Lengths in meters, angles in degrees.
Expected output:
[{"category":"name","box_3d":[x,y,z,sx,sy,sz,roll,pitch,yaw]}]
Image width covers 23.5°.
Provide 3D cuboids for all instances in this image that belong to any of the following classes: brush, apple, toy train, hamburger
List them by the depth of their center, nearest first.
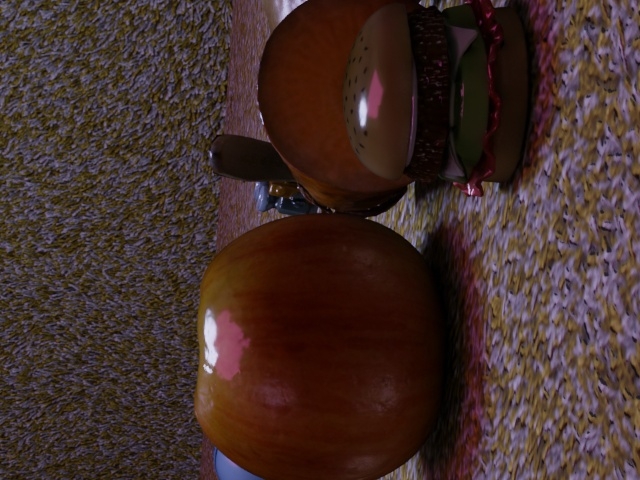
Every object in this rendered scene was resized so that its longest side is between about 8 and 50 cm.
[{"category":"hamburger","box_3d":[0.086,-0.117,1.240,0.175,0.137,0.175,179,90,-84]},{"category":"apple","box_3d":[-0.005,0.102,1.480,0.286,0.233,0.286,-179,90,-83]},{"category":"brush","box_3d":[-0.018,-0.079,1.645,0.336,0.020,0.085,1,-87,-59]},{"category":"toy train","box_3d":[-0.039,-0.102,2.247,0.219,0.089,0.127,-115,38,-74]}]

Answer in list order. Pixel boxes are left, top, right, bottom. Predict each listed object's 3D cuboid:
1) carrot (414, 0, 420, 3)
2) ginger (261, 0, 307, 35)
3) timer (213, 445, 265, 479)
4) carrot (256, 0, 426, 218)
[{"category":"carrot","box_3d":[0.083,-0.296,1.441,0.263,0.101,0.102,98,170,-55]},{"category":"ginger","box_3d":[0.021,-0.287,1.921,0.236,0.166,0.375,-26,84,41]},{"category":"timer","box_3d":[-0.040,0.321,2.081,0.255,0.175,0.175,45,141,37]},{"category":"carrot","box_3d":[0.041,-0.124,1.485,0.254,0.196,0.196,84,-173,-84]}]
